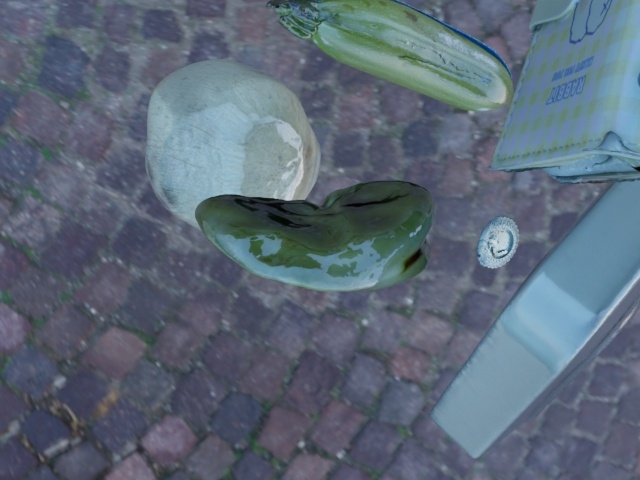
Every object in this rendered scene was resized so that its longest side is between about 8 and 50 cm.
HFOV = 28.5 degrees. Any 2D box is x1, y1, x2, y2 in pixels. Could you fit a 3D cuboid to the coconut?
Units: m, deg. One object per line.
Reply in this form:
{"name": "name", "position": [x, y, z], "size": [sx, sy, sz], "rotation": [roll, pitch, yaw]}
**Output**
{"name": "coconut", "position": [-0.109, -0.104, 1.466], "size": [0.224, 0.224, 0.224], "rotation": [-5, 104, -21]}

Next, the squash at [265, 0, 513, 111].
{"name": "squash", "position": [0.082, -0.220, 1.396], "size": [0.341, 0.094, 0.094], "rotation": [15, 96, -32]}

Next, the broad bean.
{"name": "broad bean", "position": [0.000, -0.003, 1.074], "size": [0.207, 0.153, 0.072], "rotation": [-5, 112, -16]}

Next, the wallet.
{"name": "wallet", "position": [0.217, -0.196, 0.906], "size": [0.077, 0.223, 0.309], "rotation": [14, 86, -10]}

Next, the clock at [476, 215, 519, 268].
{"name": "clock", "position": [0.243, 0.003, 1.717], "size": [0.083, 0.010, 0.074], "rotation": [11, 99, -44]}

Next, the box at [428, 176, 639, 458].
{"name": "box", "position": [0.265, 0.020, 1.160], "size": [0.090, 0.373, 0.367], "rotation": [41, 69, 11]}
